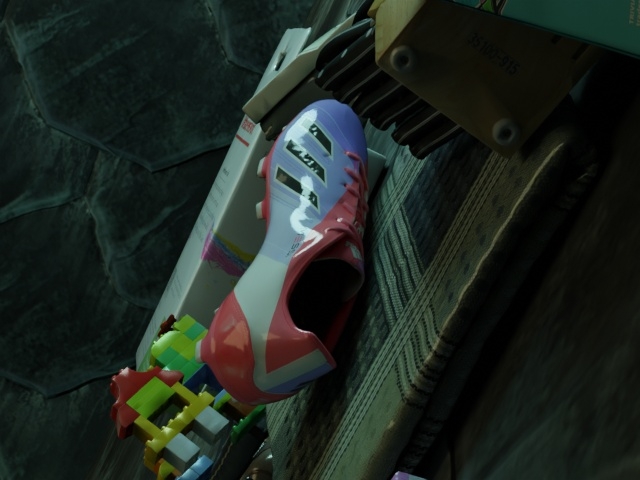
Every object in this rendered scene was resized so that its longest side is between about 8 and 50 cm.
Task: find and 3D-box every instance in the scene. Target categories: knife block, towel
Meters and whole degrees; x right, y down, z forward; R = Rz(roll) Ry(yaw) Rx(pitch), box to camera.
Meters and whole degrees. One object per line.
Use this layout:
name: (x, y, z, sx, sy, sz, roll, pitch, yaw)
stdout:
knife block: (0.104, -0.159, 0.889, 0.276, 0.088, 0.242, -50, 15, 22)
towel: (0.059, 0.038, 0.979, 0.324, 0.056, 0.312, -61, 12, 16)

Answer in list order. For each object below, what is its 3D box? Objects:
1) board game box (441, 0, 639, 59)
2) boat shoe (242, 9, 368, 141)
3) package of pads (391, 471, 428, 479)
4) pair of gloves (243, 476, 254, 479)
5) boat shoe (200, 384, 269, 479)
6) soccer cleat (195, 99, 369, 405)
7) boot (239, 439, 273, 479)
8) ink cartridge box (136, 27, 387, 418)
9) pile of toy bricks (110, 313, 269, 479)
board game box: (0.083, -0.216, 0.623, 0.336, 0.079, 0.254, 32, 126, 59)
boat shoe: (0.069, -0.150, 1.271, 0.319, 0.099, 0.116, -33, 8, 42)
package of pads: (0.033, 0.159, 0.794, 0.050, 0.032, 0.083, -92, 28, -76)
pair of gloves: (-0.028, 0.186, 0.991, 0.010, 0.074, 0.083, -24, 29, 3)
boat shoe: (-0.045, 0.094, 1.328, 0.254, 0.079, 0.095, -64, 8, 9)
soccer cleat: (0.000, 0.000, 1.035, 0.095, 0.083, 0.248, -16, 37, 36)
boot: (-0.052, 0.198, 1.228, 0.087, 0.042, 0.118, -63, 6, -36)
ink cartridge box: (-0.046, -0.012, 1.500, 0.207, 0.119, 0.353, -131, 66, -80)
pile of toy bricks: (-0.081, 0.094, 1.195, 0.212, 0.105, 0.118, -42, -19, -38)
